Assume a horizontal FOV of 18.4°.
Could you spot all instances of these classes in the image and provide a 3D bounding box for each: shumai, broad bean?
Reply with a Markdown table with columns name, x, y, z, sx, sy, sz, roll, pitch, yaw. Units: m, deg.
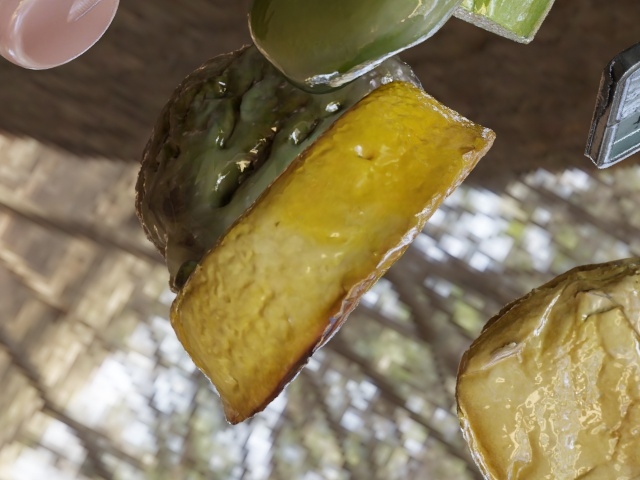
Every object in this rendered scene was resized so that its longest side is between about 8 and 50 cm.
| name | x | y | z | sx | sy | sz | roll | pitch | yaw |
| --- | --- | --- | --- | --- | --- | --- | --- | --- | --- |
| shumai | -0.070 | -0.052 | 1.951 | 0.346 | 0.217 | 0.283 | -21 | -159 | 30 |
| broad bean | 0.033 | -0.208 | 1.631 | 0.263 | 0.121 | 0.189 | -24 | -146 | 58 |

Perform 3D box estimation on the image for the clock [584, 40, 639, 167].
| name | x | y | z | sx | sy | sz | roll | pitch | yaw |
| --- | --- | --- | --- | --- | --- | --- | --- | --- | --- |
| clock | 0.455 | -0.217 | 2.453 | 0.279 | 0.049 | 0.273 | -29 | 159 | -12 |

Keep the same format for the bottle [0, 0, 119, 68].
| name | x | y | z | sx | sy | sz | roll | pitch | yaw |
| --- | --- | --- | --- | --- | --- | --- | --- | --- | --- |
| bottle | -0.311 | -0.311 | 1.914 | 0.206 | 0.173 | 0.297 | -46 | -119 | 9 |

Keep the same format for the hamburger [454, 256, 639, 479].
| name | x | y | z | sx | sy | sz | roll | pitch | yaw |
| --- | --- | --- | --- | --- | --- | --- | --- | --- | --- |
| hamburger | 0.276 | 0.146 | 1.827 | 0.283 | 0.259 | 0.144 | -20 | -173 | 22 |

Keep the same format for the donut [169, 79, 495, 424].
| name | x | y | z | sx | sy | sz | roll | pitch | yaw |
| --- | --- | --- | --- | --- | --- | --- | --- | --- | --- |
| donut | 0.000 | 0.000 | 1.514 | 0.303 | 0.110 | 0.303 | -48 | 179 | -1 |

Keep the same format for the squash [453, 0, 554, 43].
| name | x | y | z | sx | sy | sz | roll | pitch | yaw |
| --- | --- | --- | --- | --- | --- | --- | --- | --- | --- |
| squash | 0.230 | -0.405 | 2.310 | 0.233 | 0.210 | 0.309 | -114 | -131 | -82 |
